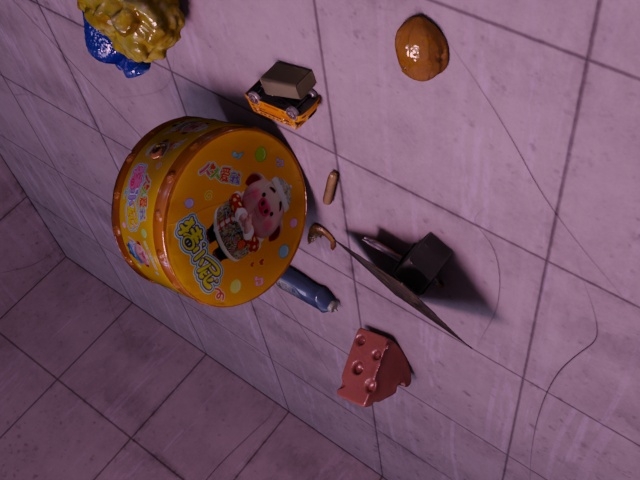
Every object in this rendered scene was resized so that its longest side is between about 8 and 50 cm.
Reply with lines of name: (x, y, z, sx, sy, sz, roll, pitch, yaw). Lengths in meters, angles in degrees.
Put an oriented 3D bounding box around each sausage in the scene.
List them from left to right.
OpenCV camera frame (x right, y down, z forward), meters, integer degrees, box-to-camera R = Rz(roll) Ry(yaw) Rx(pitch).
sausage: (0.022, -0.118, 1.847, 0.024, 0.024, 0.132, 37, 157, 11)

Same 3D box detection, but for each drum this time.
drum: (-0.248, -0.069, 1.858, 0.214, 0.431, 0.431, 18, 147, 42)

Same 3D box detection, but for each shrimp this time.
shrimp: (0.000, 0.000, 2.082, 0.083, 0.023, 0.114, 38, 152, 1)

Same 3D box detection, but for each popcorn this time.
popcorn: (-0.409, -0.489, 1.694, 0.286, 0.174, 0.225, 38, 163, 9)

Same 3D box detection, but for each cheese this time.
cheese: (0.171, 0.373, 2.307, 0.128, 0.203, 0.177, 12, 172, 45)

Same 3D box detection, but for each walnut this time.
walnut: (0.155, -0.299, 1.309, 0.091, 0.052, 0.121, 24, 153, 29)

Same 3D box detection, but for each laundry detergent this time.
laundry detergent: (-0.034, 0.149, 2.335, 0.206, 0.061, 0.097, 29, 151, 25)

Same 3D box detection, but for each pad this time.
pad: (0.175, 0.112, 1.834, 0.247, 0.007, 0.367, 41, 177, -27)

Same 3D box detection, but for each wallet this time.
wallet: (0.189, 0.048, 1.832, 0.196, 0.020, 0.103, 32, -177, 19)

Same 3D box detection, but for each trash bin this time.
trash bin: (-0.062, -0.311, 1.603, 0.092, 0.061, 0.043, 21, 148, 35)

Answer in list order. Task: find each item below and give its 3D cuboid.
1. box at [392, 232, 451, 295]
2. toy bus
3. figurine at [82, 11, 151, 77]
box: (0.218, 0.046, 1.723, 0.084, 0.122, 0.069, 38, 144, 3)
toy bus: (-0.073, -0.278, 1.664, 0.162, 0.069, 0.074, 27, 153, 33)
figurine: (-0.497, -0.492, 1.877, 0.164, 0.121, 0.262, 16, 143, 51)
